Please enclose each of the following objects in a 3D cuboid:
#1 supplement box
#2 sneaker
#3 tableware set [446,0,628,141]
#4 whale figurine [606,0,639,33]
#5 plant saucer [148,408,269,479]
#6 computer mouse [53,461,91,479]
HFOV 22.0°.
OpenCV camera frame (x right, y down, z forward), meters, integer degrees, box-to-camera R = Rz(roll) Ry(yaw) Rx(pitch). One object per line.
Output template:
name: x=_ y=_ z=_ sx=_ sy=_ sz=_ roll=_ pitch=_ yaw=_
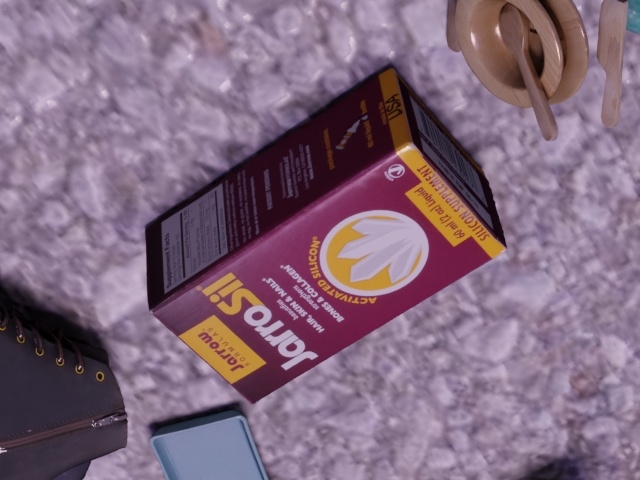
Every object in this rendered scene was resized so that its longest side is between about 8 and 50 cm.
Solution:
supplement box: x=0.000 y=0.000 z=0.975 sx=0.188 sy=0.081 sz=0.104 roll=-33 pitch=125 yaw=18
sneaker: x=-0.197 y=0.055 z=1.009 sx=0.118 sy=0.083 sz=0.222 roll=-22 pitch=121 yaw=-18
tableware set: x=0.098 y=-0.147 z=0.843 sx=0.039 sy=0.128 sz=0.194 roll=-32 pitch=136 yaw=-30
whale figurine: x=0.256 y=-0.135 z=0.855 sx=0.216 sy=0.141 sz=0.272 roll=-18 pitch=141 yaw=-16
plant saucer: x=-0.061 y=0.190 z=1.158 sx=0.067 sy=0.018 sz=0.192 roll=-14 pitch=128 yaw=4
computer mouse: x=-0.228 y=0.200 z=1.129 sx=0.071 sy=0.041 sz=0.242 roll=23 pitch=123 yaw=-24
